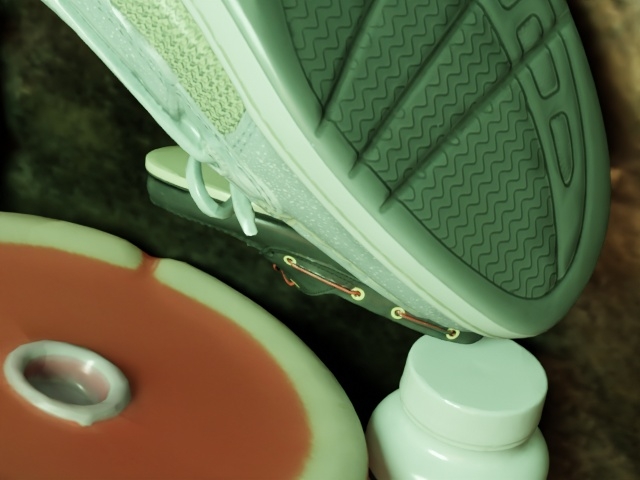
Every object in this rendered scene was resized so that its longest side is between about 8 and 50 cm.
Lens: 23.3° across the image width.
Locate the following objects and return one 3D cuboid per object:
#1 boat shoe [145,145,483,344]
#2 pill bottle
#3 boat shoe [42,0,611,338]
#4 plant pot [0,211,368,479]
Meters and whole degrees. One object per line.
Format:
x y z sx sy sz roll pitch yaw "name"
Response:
0.000 0.001 0.539 0.133 0.049 0.042 18 114 4 "boat shoe"
0.045 0.094 0.564 0.067 0.067 0.120 17 122 10 "pill bottle"
-0.036 -0.094 0.465 0.320 0.118 0.103 44 150 -16 "boat shoe"
-0.116 0.140 0.547 0.275 0.275 0.243 25 115 5 "plant pot"
